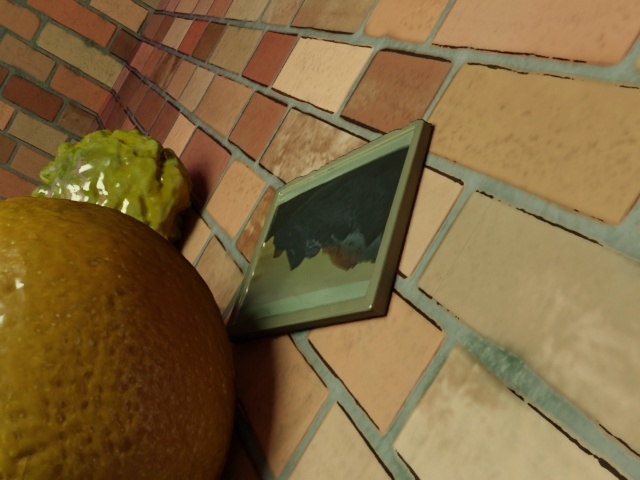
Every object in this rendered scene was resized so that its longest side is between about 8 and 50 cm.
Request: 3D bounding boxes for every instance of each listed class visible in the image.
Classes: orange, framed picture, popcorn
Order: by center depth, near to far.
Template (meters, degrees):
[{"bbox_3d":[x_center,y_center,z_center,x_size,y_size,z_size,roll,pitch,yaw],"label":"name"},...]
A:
[{"bbox_3d":[-0.237,0.138,0.693,0.322,0.322,0.357,-46,41,30],"label":"orange"},{"bbox_3d":[-0.001,0.000,0.747,0.265,0.018,0.192,-21,46,54],"label":"framed picture"},{"bbox_3d":[-0.305,-0.044,1.152,0.225,0.249,0.249,102,-174,-70],"label":"popcorn"}]
